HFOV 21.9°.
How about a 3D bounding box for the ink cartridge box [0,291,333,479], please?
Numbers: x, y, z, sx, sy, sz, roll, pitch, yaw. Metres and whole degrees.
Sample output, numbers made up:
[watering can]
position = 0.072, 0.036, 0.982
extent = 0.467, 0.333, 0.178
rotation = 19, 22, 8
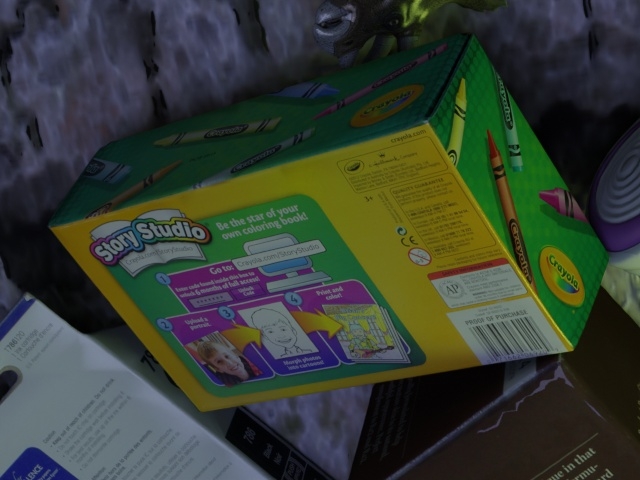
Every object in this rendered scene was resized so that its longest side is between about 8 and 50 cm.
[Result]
[ink cartridge box]
position = -0.104, 0.177, 1.113
extent = 0.333, 0.065, 0.165
rotation = 40, 113, -10

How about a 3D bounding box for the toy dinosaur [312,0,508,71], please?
[toy dinosaur]
position = 0.127, -0.209, 0.905
extent = 0.313, 0.121, 0.160
rotation = -22, 120, 12

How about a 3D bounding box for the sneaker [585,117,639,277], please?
[sneaker]
position = 0.295, -0.076, 0.938
extent = 0.152, 0.114, 0.305
rotation = 35, 113, -32

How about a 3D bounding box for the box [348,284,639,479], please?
[box]
position = 0.147, 0.150, 1.003
extent = 0.167, 0.168, 0.203
rotation = -39, 101, 22

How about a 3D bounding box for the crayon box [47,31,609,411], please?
[crayon box]
position = 0.000, 0.000, 0.946
extent = 0.278, 0.081, 0.165
rotation = -13, 125, 37
